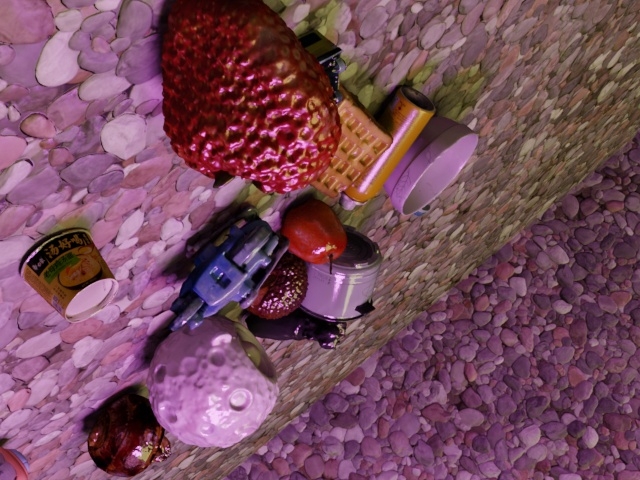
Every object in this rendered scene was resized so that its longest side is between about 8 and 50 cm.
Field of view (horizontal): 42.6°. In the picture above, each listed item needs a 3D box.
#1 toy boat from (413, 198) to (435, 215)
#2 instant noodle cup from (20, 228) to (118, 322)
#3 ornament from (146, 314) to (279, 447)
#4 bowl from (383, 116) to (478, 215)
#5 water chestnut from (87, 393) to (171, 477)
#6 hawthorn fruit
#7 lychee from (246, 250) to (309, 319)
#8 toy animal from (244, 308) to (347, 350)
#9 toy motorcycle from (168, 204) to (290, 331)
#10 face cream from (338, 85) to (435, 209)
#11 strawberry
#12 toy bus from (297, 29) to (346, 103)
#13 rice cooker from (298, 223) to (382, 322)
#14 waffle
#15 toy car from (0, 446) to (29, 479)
[{"bbox_3d":[0.342,-0.132,2.624,0.105,0.034,0.149,-25,154,-42],"label":"toy boat"},{"bbox_3d":[-0.454,0.071,1.510,0.151,0.122,0.151,-36,161,-15],"label":"instant noodle cup"},{"bbox_3d":[-0.283,0.363,2.094,0.337,0.337,0.337,-35,158,-17],"label":"ornament"},{"bbox_3d":[0.266,-0.215,2.156,0.287,0.144,0.287,-41,164,-14],"label":"bowl"},{"bbox_3d":[-0.496,0.527,2.194,0.223,0.238,0.223,-51,-160,27],"label":"water chestnut"},{"bbox_3d":[0.000,0.000,2.048,0.163,0.203,0.162,-35,161,-14],"label":"hawthorn fruit"},{"bbox_3d":[-0.117,0.117,2.110,0.188,0.188,0.188,-35,158,-17],"label":"lychee"},{"bbox_3d":[-0.053,0.235,2.306,0.168,0.343,0.106,-4,98,-52],"label":"toy animal"},{"bbox_3d":[-0.209,0.085,1.878,0.319,0.182,0.241,-45,159,3],"label":"toy motorcycle"},{"bbox_3d":[0.147,-0.213,2.028,0.105,0.105,0.348,-14,145,-51],"label":"face cream"},{"bbox_3d":[-0.107,-0.247,1.301,0.267,0.312,0.351,-52,149,-34],"label":"strawberry"},{"bbox_3d":[-0.015,-0.305,1.572,0.088,0.101,0.175,-32,152,-23],"label":"toy bus"},{"bbox_3d":[0.041,0.099,2.236,0.241,0.280,0.227,-23,136,-45],"label":"rice cooker"},{"bbox_3d":[0.023,-0.220,1.818,0.224,0.098,0.328,-47,156,9],"label":"waffle"},{"bbox_3d":[-0.777,0.583,1.891,0.212,0.180,0.270,-36,162,-43],"label":"toy car"}]
